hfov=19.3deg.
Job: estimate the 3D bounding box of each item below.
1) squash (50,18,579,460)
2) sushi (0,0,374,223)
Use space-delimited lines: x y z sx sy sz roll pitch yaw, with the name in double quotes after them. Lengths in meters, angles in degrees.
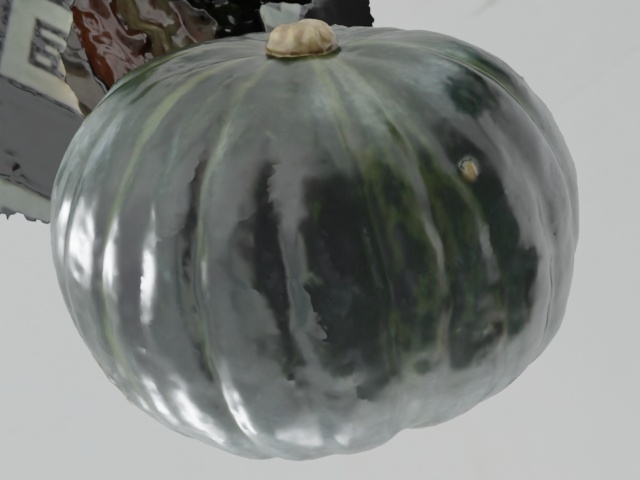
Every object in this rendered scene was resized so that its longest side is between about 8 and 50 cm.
-0.001 -0.004 0.775 0.218 0.218 0.172 -12 -83 -29 "squash"
-0.104 -0.133 1.120 0.320 0.069 0.339 9 -120 -38 "sushi"
